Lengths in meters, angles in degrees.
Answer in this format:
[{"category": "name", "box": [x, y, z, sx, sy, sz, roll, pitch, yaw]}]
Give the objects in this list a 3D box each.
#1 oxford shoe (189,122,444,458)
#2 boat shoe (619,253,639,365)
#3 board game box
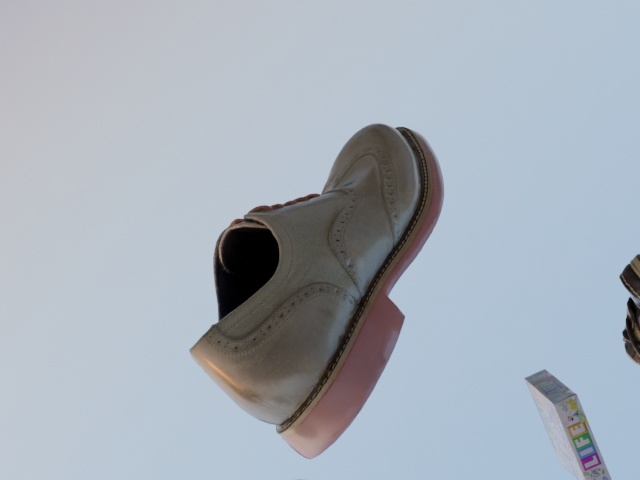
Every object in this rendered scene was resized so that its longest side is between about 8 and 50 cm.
[{"category": "oxford shoe", "box": [0.000, 0.000, 1.584, 0.140, 0.146, 0.397, -50, -168, 32]}, {"category": "boat shoe", "box": [0.311, 0.088, 1.754, 0.073, 0.223, 0.080, -36, -126, 8]}, {"category": "board game box", "box": [0.256, 0.196, 2.010, 0.026, 0.103, 0.154, -24, -173, -2]}]
